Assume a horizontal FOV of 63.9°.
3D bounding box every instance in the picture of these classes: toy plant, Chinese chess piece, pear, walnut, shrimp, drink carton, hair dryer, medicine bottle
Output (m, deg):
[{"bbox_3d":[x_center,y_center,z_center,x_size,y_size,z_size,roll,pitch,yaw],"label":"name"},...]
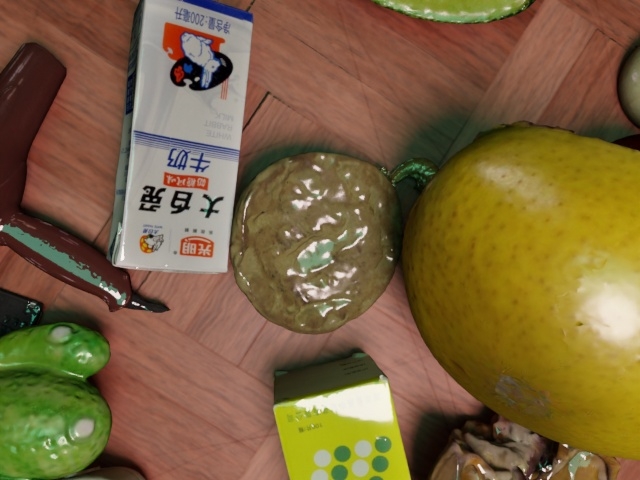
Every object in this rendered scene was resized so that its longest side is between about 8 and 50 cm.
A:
[{"bbox_3d":[-0.395,0.204,0.563,0.316,0.184,0.224,-3,62,-4],"label":"toy plant"},{"bbox_3d":[0.485,-0.215,0.701,0.144,0.058,0.144,0,91,-5],"label":"Chinese chess piece"},{"bbox_3d":[0.236,0.090,0.521,0.386,0.340,0.191,41,61,3],"label":"pear"},{"bbox_3d":[0.229,0.312,0.642,0.238,0.141,0.204,-7,102,-9],"label":"walnut"},{"bbox_3d":[0.132,-0.054,0.693,0.083,0.023,0.114,-18,86,-1],"label":"shrimp"},{"bbox_3d":[-0.169,-0.120,0.616,0.130,0.106,0.315,6,90,-27],"label":"drink carton"},{"bbox_3d":[-0.314,-0.033,0.640,0.340,0.123,0.312,33,77,-14],"label":"hair dryer"},{"bbox_3d":[0.034,0.279,0.628,0.137,0.141,0.250,-13,91,-6],"label":"medicine bottle"}]

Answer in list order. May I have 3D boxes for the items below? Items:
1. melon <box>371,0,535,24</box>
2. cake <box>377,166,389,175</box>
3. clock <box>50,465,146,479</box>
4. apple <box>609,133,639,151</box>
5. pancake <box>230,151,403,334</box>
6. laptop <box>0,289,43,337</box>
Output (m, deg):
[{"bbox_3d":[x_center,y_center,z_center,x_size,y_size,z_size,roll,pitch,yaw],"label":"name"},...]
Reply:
[{"bbox_3d":[0.138,-0.417,0.607,0.331,0.226,0.343,-46,106,-15],"label":"melon"},{"bbox_3d":[0.020,-0.079,0.671,0.140,0.051,0.055,-24,90,-6],"label":"cake"},{"bbox_3d":[-0.314,0.442,0.578,0.265,0.108,0.324,-13,73,-2],"label":"clock"},{"bbox_3d":[0.394,-0.013,0.614,0.201,0.218,0.218,29,88,-16],"label":"apple"},{"bbox_3d":[0.000,0.000,0.639,0.242,0.050,0.242,-8,112,-22],"label":"pancake"},{"bbox_3d":[-0.463,0.112,0.656,0.180,0.016,0.129,20,88,-3],"label":"laptop"}]
